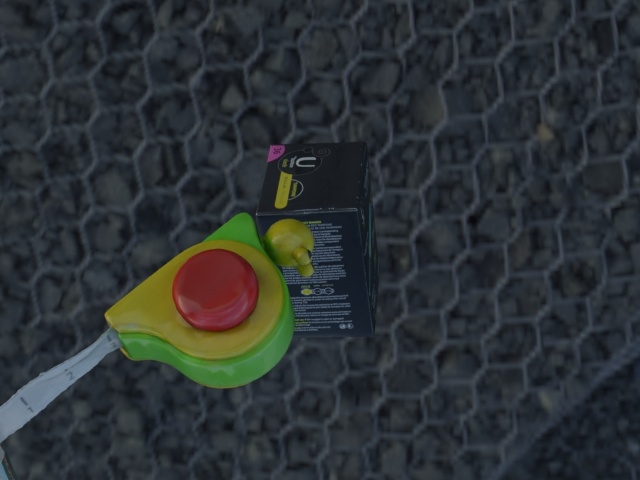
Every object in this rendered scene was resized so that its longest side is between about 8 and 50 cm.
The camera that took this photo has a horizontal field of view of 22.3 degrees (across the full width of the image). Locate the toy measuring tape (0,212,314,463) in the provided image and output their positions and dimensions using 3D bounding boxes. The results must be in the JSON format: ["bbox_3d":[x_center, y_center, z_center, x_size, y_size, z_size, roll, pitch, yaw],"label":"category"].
[{"bbox_3d":[-0.125,0.099,1.309,0.330,0.121,0.121,-39,120,-14],"label":"toy measuring tape"}]

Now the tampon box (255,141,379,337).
[{"bbox_3d":[0.000,0.000,1.614,0.101,0.120,0.161,-2,127,8],"label":"tampon box"}]

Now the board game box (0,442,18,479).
[{"bbox_3d":[-0.464,0.287,1.651,0.317,0.046,0.213,-14,125,-2],"label":"board game box"}]
